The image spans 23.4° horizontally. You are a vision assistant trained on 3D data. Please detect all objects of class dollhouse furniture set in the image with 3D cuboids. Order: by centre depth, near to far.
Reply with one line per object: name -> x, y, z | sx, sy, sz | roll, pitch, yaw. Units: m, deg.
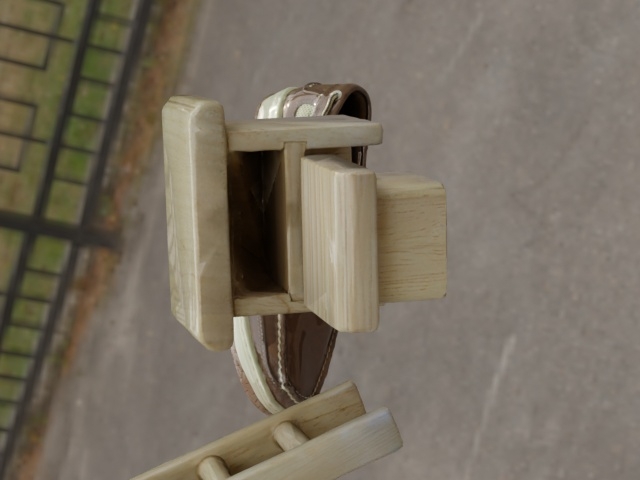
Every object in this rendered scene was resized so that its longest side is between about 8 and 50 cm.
dollhouse furniture set -> -0.017, 0.056, 0.296 | 0.182, 0.101, 0.161 | -155, 62, -73

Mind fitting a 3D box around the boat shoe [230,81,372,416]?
boat shoe -> -0.004, -0.003, 1.108 | 0.095, 0.095, 0.258 | -13, 63, 31
